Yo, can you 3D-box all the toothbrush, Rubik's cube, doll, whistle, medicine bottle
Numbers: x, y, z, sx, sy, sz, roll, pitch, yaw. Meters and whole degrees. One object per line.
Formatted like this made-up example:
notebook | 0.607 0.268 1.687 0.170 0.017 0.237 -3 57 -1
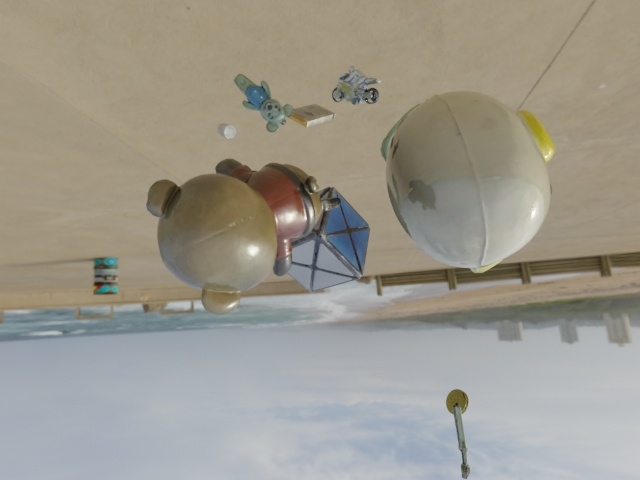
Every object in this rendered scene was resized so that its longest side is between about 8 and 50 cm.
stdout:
toothbrush | 0.380 0.541 1.104 0.026 0.294 0.028 1 -153 30
Rubik's cube | 0.000 0.000 1.484 0.255 0.259 0.260 -21 127 34
doll | -0.113 -0.035 0.698 0.174 0.235 0.330 -16 -166 45
whistle | -0.199 -0.467 1.363 0.114 0.235 0.077 -45 174 7
medicine bottle | -0.388 -0.453 1.697 0.057 0.057 0.089 5 -164 -36

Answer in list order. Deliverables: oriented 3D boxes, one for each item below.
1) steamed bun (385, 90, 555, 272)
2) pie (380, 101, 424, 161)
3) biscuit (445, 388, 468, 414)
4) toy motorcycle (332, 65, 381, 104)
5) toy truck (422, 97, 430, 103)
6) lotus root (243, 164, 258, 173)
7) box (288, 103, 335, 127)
steamed bun | 0.291 -0.126 0.849 0.334 0.373 0.333 -3 141 -2
pie | 0.301 -0.312 1.274 0.241 0.054 0.240 -12 127 -16
biscuit | 0.451 0.534 1.356 0.023 0.084 0.084 29 155 -23
toy motorcycle | 0.142 -0.626 1.662 0.229 0.151 0.074 17 -158 36
toy truck | 0.440 -0.364 1.372 0.257 0.108 0.140 43 173 -16
lotus root | -0.223 -0.176 1.368 0.113 0.192 0.088 -21 149 -19
box | -0.052 -0.568 1.866 0.129 0.033 0.247 33 -140 22
